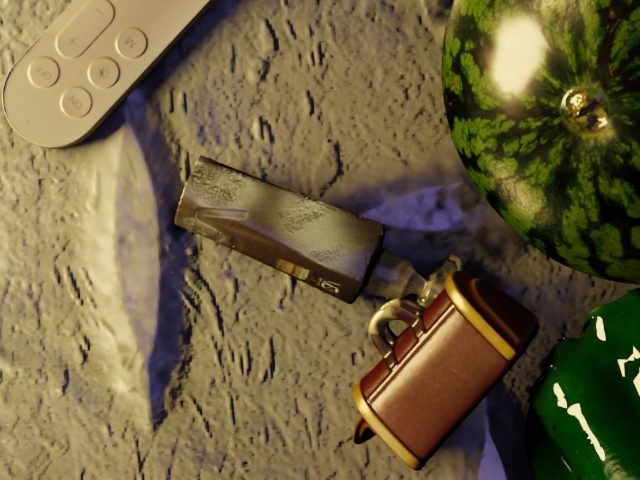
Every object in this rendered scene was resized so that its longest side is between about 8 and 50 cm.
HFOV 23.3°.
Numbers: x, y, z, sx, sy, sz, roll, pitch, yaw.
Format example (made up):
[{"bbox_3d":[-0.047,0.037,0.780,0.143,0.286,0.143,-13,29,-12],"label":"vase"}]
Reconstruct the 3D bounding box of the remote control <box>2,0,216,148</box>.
[{"bbox_3d":[-0.138,-0.168,1.144,0.077,0.022,0.245,43,89,0],"label":"remote control"}]

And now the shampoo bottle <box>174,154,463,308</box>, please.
[{"bbox_3d":[0.000,0.000,1.119,0.207,0.057,0.063,23,78,-1],"label":"shampoo bottle"}]

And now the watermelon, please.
[{"bbox_3d":[0.220,-0.114,1.007,0.285,0.285,0.285,0,88,1],"label":"watermelon"}]

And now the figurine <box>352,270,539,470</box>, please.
[{"bbox_3d":[0.069,0.089,1.087,0.098,0.082,0.154,42,111,1],"label":"figurine"}]

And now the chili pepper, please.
[{"bbox_3d":[0.255,0.164,1.045,0.174,0.165,0.261,-28,65,-11],"label":"chili pepper"}]
